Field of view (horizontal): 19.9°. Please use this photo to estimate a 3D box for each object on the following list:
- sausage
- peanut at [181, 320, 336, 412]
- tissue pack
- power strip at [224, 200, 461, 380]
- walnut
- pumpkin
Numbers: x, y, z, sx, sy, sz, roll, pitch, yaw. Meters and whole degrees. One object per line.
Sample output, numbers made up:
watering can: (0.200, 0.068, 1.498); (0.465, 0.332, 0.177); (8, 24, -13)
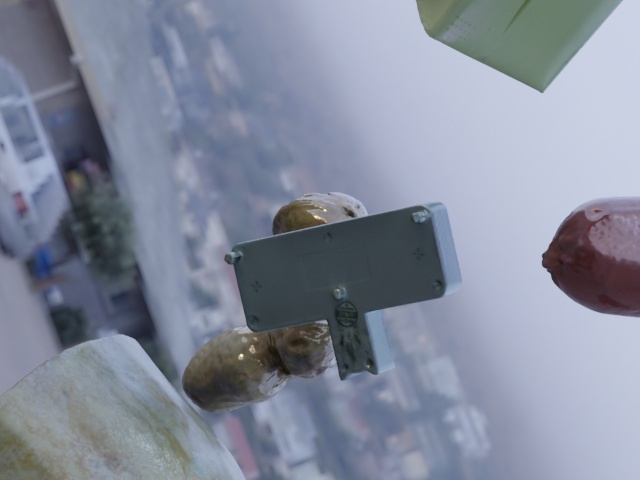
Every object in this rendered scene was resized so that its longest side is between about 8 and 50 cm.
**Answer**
sausage: (0.375, 0.018, 2.052); (0.148, 0.254, 0.148); (-2, 90, -86)
peanut: (-0.054, 0.125, 1.957); (0.086, 0.227, 0.104); (54, 36, -14)
tissue pack: (0.229, -0.290, 1.881); (0.234, 0.159, 0.125); (-50, -151, 31)
power strip: (0.026, 0.053, 1.665); (0.061, 0.215, 0.145); (-16, 93, -59)
walnut: (0.000, 0.000, 1.858); (0.124, 0.105, 0.105); (-28, -99, 52)
pumpkin: (-0.219, 0.265, 1.658); (0.199, 0.332, 0.332); (42, -18, 21)
